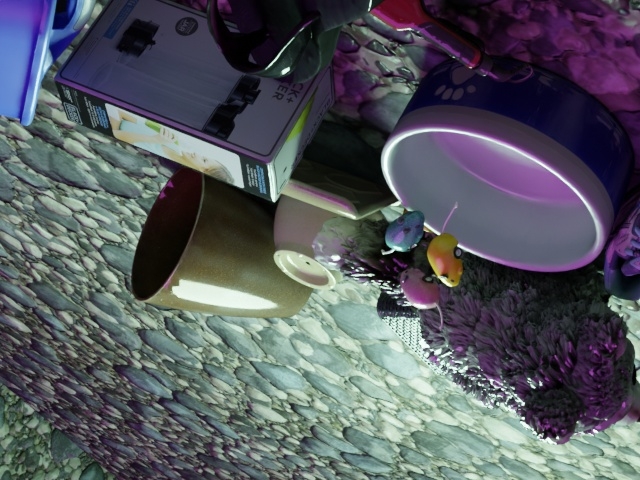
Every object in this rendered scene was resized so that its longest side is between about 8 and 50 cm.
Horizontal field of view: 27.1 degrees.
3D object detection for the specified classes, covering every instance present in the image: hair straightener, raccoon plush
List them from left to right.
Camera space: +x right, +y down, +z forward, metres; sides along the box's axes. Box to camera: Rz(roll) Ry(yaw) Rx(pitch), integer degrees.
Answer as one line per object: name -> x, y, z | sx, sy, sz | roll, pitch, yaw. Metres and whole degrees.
hair straightener -> 0.115, -0.226, 1.355 | 0.230, 0.047, 0.089 | 29, -163, 4
raccoon plush -> 0.175, 0.113, 1.586 | 0.447, 0.216, 0.299 | 12, -175, 8

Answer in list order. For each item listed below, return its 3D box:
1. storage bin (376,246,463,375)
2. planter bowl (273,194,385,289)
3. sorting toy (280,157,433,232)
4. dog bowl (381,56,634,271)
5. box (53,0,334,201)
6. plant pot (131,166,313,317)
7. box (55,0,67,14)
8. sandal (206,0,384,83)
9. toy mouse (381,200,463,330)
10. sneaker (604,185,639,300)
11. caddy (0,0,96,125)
storage bin -> 0.175, 0.099, 1.842 | 0.084, 0.122, 0.180 | 0, 143, 46
planter bowl -> 0.000, 0.000, 1.848 | 0.162, 0.109, 0.162 | 23, 156, 11
sorting toy -> 0.024, -0.054, 1.666 | 0.307, 0.041, 0.229 | 21, -169, 17
dog bowl -> 0.208, -0.081, 1.475 | 0.265, 0.104, 0.265 | 23, 156, 11
box -> -0.146, -0.180, 1.581 | 0.290, 0.169, 0.087 | 23, 153, 14
plant pot -> -0.128, 0.028, 1.955 | 0.230, 0.215, 0.215 | 24, 160, -25
box -> -0.506, -0.203, 1.733 | 0.179, 0.312, 0.343 | 35, 155, -17
sandal -> -0.050, -0.244, 1.318 | 0.167, 0.107, 0.446 | 56, 166, -2
toy mouse -> 0.107, 0.025, 1.546 | 0.143, 0.031, 0.161 | 15, 117, 50
sneaker -> 0.378, -0.015, 1.405 | 0.110, 0.122, 0.283 | 25, 156, 5
caddy -> -0.337, -0.279, 1.458 | 0.179, 0.241, 0.341 | 9, 150, -15
